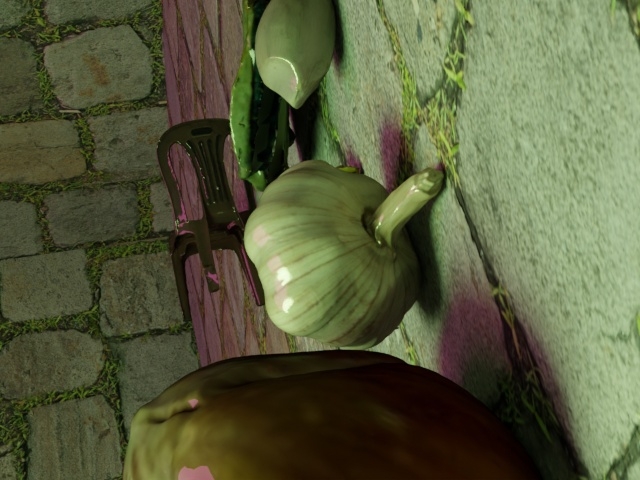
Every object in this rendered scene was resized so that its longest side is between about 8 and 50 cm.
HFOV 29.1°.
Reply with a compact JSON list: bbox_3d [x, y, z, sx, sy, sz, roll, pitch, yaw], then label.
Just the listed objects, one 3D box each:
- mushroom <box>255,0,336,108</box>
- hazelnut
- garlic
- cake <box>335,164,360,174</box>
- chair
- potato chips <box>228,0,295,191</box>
[{"bbox_3d":[-0.030,-0.254,1.420,0.088,0.097,0.212,-9,73,39],"label":"mushroom"},{"bbox_3d":[0.011,0.234,1.004,0.315,0.372,0.372,-61,3,-14],"label":"hazelnut"},{"bbox_3d":[0.046,-0.014,1.180,0.226,0.199,0.199,-39,54,39],"label":"garlic"},{"bbox_3d":[0.001,0.003,1.442,0.184,0.116,0.079,99,158,-44],"label":"cake"},{"bbox_3d":[-0.202,-0.040,2.280,0.183,0.176,0.326,130,127,-65],"label":"chair"},{"bbox_3d":[-0.073,-0.262,1.628,0.358,0.070,0.429,-80,-12,-80],"label":"potato chips"}]
